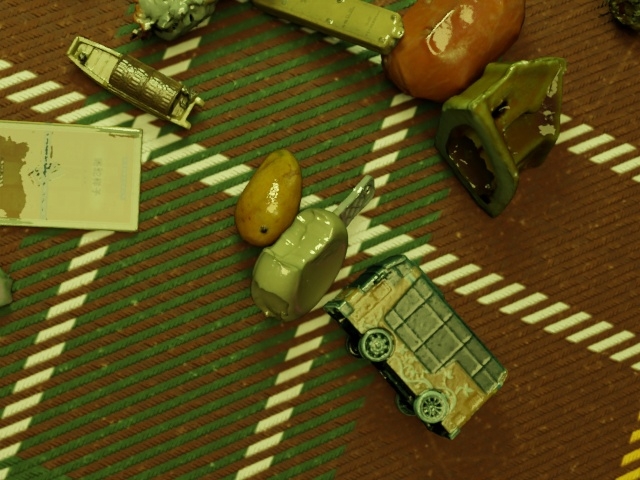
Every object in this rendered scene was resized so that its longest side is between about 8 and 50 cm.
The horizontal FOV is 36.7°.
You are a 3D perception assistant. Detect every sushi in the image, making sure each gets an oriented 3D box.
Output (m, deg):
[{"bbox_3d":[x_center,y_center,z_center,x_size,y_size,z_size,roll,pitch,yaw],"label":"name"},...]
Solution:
[{"bbox_3d":[-0.166,-0.426,1.513,0.332,0.124,0.130,-28,95,4],"label":"sushi"}]

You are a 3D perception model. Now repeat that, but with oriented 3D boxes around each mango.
[{"bbox_3d":[-0.076,-0.068,1.526,0.089,0.115,0.165,33,78,-25],"label":"mango"}]

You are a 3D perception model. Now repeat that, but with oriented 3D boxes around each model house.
[{"bbox_3d":[0.316,-0.199,1.535,0.239,0.268,0.173,-42,80,-13],"label":"model house"}]

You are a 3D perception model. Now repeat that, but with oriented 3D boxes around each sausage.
[{"bbox_3d":[0.221,-0.339,1.565,0.268,0.153,0.141,-43,130,-8],"label":"sausage"}]

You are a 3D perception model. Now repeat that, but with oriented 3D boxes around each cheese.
[{"bbox_3d":[0.000,0.000,1.522,0.082,0.163,0.286,28,64,23],"label":"cheese"}]

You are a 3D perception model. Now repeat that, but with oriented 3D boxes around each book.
[{"bbox_3d":[-0.408,-0.102,1.532,0.242,0.018,0.170,2,85,-7],"label":"book"}]

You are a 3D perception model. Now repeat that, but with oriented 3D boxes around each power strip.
[{"bbox_3d":[0.002,-0.368,1.543,0.305,0.044,0.064,24,82,21],"label":"power strip"}]

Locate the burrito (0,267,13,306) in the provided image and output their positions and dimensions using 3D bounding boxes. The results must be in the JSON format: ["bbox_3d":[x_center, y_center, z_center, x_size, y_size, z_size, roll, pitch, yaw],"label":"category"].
[{"bbox_3d":[-0.586,0.104,1.461,0.229,0.089,0.144,-44,95,-7],"label":"burrito"}]

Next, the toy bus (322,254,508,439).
[{"bbox_3d":[0.147,0.161,1.527,0.167,0.138,0.275,-43,93,-10],"label":"toy bus"}]

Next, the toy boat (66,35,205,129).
[{"bbox_3d":[-0.292,-0.253,1.525,0.226,0.088,0.068,29,83,-5],"label":"toy boat"}]

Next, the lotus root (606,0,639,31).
[{"bbox_3d":[0.601,-0.465,1.635,0.278,0.154,0.154,-39,91,-8],"label":"lotus root"}]
